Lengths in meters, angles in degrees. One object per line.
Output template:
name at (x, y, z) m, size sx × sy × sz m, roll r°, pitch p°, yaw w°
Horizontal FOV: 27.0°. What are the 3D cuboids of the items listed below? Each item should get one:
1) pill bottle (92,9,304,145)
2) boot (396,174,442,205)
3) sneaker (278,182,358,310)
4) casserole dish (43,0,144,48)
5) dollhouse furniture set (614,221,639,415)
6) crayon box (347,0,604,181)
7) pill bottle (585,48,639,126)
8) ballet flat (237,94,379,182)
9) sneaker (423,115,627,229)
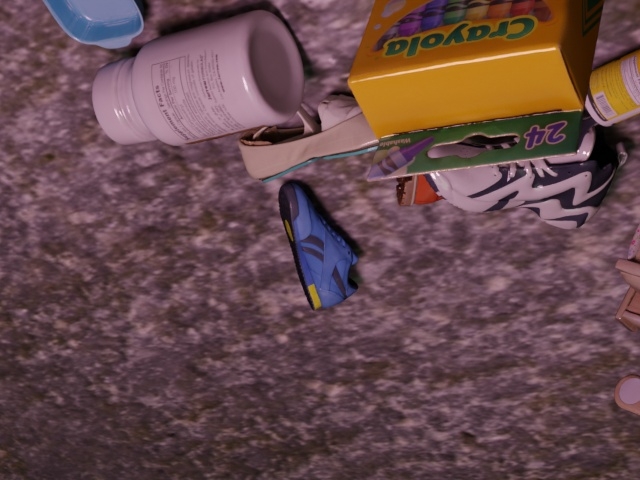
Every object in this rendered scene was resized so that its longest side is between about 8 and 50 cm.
pill bottle at (-0.145, -0.180, 1.545) m, size 0.229 × 0.131 × 0.131 m, roll -9°, pitch 135°, yaw 31°
boot at (0.143, -0.106, 1.594) m, size 0.085 × 0.059 × 0.158 m, roll 1°, pitch 138°, yaw -7°
sneaker at (0.000, 0.000, 1.775) m, size 0.082 × 0.069 × 0.209 m, roll -20°, pitch 127°, yaw -5°
casserole dish at (-0.271, -0.301, 1.523) m, size 0.114 × 0.037 × 0.188 m, roll -5°, pitch 136°, yaw 27°
dollhouse furniture set at (0.351, 0.020, 1.471) m, size 0.174 × 0.303 × 0.355 m, roll 18°, pitch 167°, yaw 46°
crayon box at (0.153, -0.207, 1.238) m, size 0.203 × 0.323 × 0.083 m, roll -6°, pitch 136°, yaw 27°
pill bottle at (0.343, -0.170, 1.419) m, size 0.116 × 0.065 × 0.065 m, roll -22°, pitch 127°, yaw 40°
ballet flat at (-0.001, -0.131, 1.597) m, size 0.248 × 0.086 × 0.086 m, roll -15°, pitch 132°, yaw 36°
sneaker at (0.242, -0.098, 1.509) m, size 0.235 × 0.094 × 0.153 m, roll 17°, pitch 137°, yaw -18°
